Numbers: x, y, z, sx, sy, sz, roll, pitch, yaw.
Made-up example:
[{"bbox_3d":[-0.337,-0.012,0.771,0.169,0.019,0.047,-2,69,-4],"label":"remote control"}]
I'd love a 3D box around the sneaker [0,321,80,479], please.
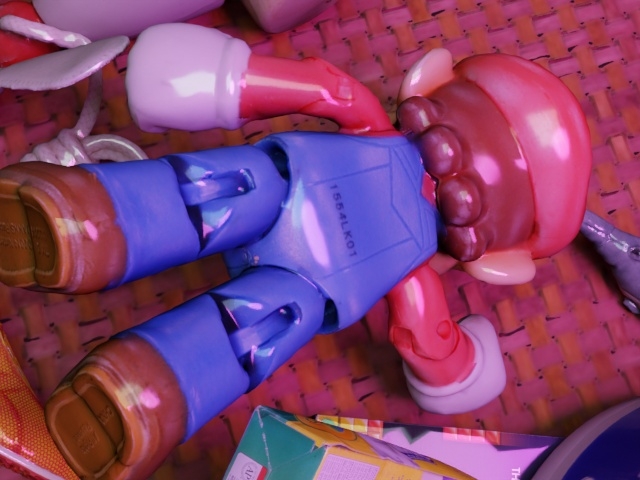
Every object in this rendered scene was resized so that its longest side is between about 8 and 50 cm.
[{"bbox_3d":[-0.183,0.067,0.489,0.175,0.064,0.067,42,67,2],"label":"sneaker"}]

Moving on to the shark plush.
[{"bbox_3d":[0.213,0.018,0.536,0.073,0.067,0.161,-43,84,-13],"label":"shark plush"}]

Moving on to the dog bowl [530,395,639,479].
[{"bbox_3d":[0.220,0.204,0.447,0.265,0.104,0.264,4,78,-18],"label":"dog bowl"}]

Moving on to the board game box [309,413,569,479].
[{"bbox_3d":[0.057,0.184,0.492,0.141,0.048,0.170,5,77,-3],"label":"board game box"}]

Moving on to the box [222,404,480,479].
[{"bbox_3d":[0.016,0.139,0.400,0.043,0.179,0.105,21,83,39],"label":"box"}]

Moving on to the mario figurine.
[{"bbox_3d":[0.000,0.000,0.460,0.321,0.198,0.170,-19,38,-39],"label":"mario figurine"}]

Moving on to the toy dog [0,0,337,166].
[{"bbox_3d":[-0.118,-0.153,0.487,0.220,0.161,0.333,36,79,4],"label":"toy dog"}]
